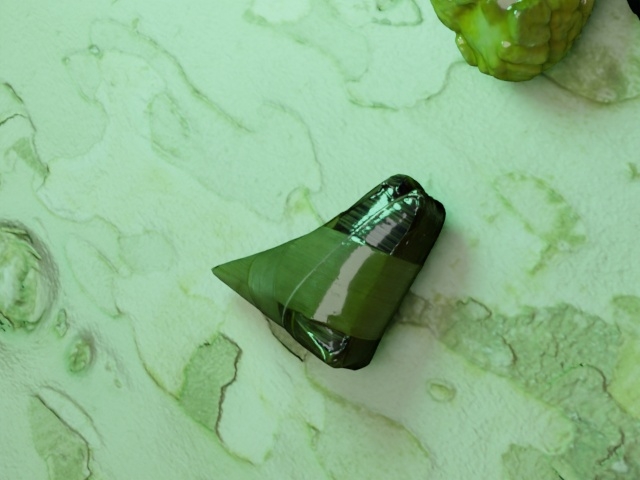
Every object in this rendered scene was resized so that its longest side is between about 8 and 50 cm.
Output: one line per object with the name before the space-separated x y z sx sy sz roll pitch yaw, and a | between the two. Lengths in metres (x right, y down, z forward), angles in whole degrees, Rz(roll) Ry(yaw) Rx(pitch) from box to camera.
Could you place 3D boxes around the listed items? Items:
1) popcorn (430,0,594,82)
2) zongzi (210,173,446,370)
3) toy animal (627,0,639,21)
popcorn | 0.257 -0.332 1.478 0.203 0.200 0.226 23 134 53
zongzi | 0.000 0.000 1.613 0.317 0.154 0.289 32 95 31
toy animal | 0.425 -0.416 1.361 0.212 0.212 0.267 -28 82 24
